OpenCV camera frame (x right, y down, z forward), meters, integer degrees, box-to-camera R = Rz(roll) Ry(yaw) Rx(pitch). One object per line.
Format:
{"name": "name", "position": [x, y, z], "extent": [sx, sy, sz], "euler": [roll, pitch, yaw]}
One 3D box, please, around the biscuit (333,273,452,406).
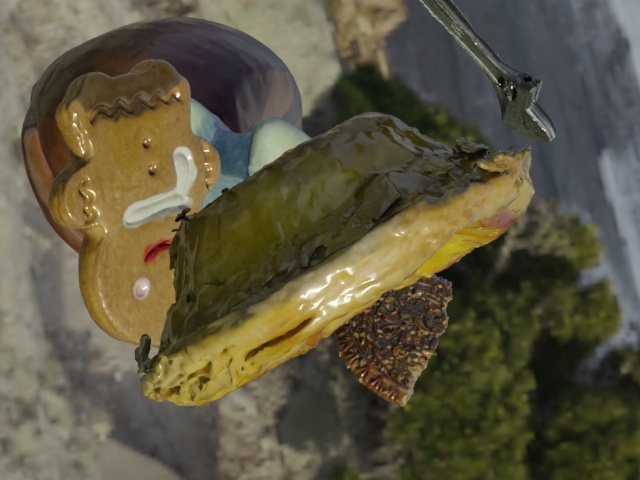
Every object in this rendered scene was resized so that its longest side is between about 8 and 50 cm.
{"name": "biscuit", "position": [0.078, 0.094, 1.864], "extent": [0.206, 0.126, 0.025], "euler": [-64, 177, -46]}

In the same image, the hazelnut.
{"name": "hazelnut", "position": [-0.206, -0.116, 2.123], "extent": [0.409, 0.359, 0.359], "euler": [0, 78, -68]}

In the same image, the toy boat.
{"name": "toy boat", "position": [-0.028, -0.053, 1.691], "extent": [0.123, 0.215, 0.330], "euler": [-61, 141, -19]}

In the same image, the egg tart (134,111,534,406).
{"name": "egg tart", "position": [0.000, 0.000, 1.047], "extent": [0.116, 0.295, 0.295], "euler": [60, 24, 6]}

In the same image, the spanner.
{"name": "spanner", "position": [0.161, -0.237, 1.869], "extent": [0.325, 0.093, 0.026], "euler": [48, 65, -6]}

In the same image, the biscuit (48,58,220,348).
{"name": "biscuit", "position": [-0.146, -0.023, 1.358], "extent": [0.184, 0.035, 0.248], "euler": [-18, 107, -48]}
